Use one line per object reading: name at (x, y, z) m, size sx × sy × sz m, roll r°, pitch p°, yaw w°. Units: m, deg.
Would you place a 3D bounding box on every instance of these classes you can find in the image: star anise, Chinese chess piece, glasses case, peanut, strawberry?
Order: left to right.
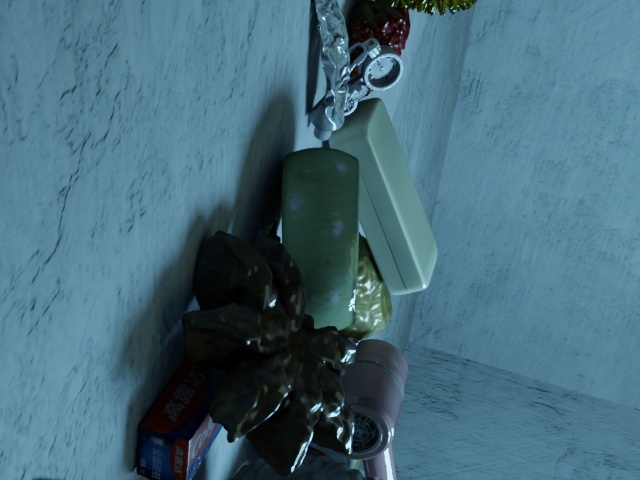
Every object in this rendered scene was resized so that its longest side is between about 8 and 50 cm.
star anise at (-0.050, 0.125, 1.345) m, size 0.315 × 0.108 × 0.315 m, roll 30°, pitch 48°, yaw -39°
Chinese chess piece at (0.000, 0.000, 1.555) m, size 0.250 × 0.101 × 0.250 m, roll 1°, pitch 90°, yaw -90°
peanut at (0.048, 0.090, 2.007) m, size 0.291 × 0.143 × 0.159 m, roll 76°, pitch 26°, yaw -64°
strawberry at (0.095, -0.310, 1.809) m, size 0.208 × 0.087 × 0.167 m, roll 92°, pitch 16°, yaw -57°
glasses case at (0.106, -0.070, 1.891) m, size 0.131 × 0.070 × 0.312 m, roll -66°, pitch 139°, yaw -54°

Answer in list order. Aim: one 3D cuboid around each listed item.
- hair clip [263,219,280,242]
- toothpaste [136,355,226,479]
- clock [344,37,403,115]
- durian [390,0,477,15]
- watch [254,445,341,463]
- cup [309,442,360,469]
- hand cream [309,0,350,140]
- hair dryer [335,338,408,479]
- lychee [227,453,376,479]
hair clip at (-0.083, 0.060, 1.565) m, size 0.060 × 0.033 × 0.188 m, roll -39°, pitch 141°, yaw -76°
toothpaste at (-0.128, 0.165, 1.397) m, size 0.320 × 0.066 × 0.076 m, roll -60°, pitch 161°, yaw -57°
clock at (0.060, -0.244, 1.726) m, size 0.129 × 0.041 × 0.087 m, roll -39°, pitch 135°, yaw 9°
durian at (0.175, -0.438, 1.648) m, size 0.293 × 0.258 × 0.258 m, roll -37°, pitch -150°, yaw 63°
watch at (-0.056, 0.502, 1.923) m, size 0.274 × 0.241 × 0.305 m, roll -51°, pitch 151°, yaw -27°
cup at (0.019, 0.316, 2.151) m, size 0.226 × 0.185 × 0.241 m, roll -50°, pitch 137°, yaw -55°
hand cream at (0.010, -0.238, 1.587) m, size 0.084 × 0.050 × 0.257 m, roll -60°, pitch 160°, yaw -43°
hair dryer at (0.096, 0.371, 1.987) m, size 0.210 × 0.125 × 0.352 m, roll -66°, pitch 147°, yaw -64°
lychee at (-0.042, 0.481, 1.553) m, size 0.432 × 0.380 × 0.380 m, roll -42°, pitch 152°, yaw -36°
